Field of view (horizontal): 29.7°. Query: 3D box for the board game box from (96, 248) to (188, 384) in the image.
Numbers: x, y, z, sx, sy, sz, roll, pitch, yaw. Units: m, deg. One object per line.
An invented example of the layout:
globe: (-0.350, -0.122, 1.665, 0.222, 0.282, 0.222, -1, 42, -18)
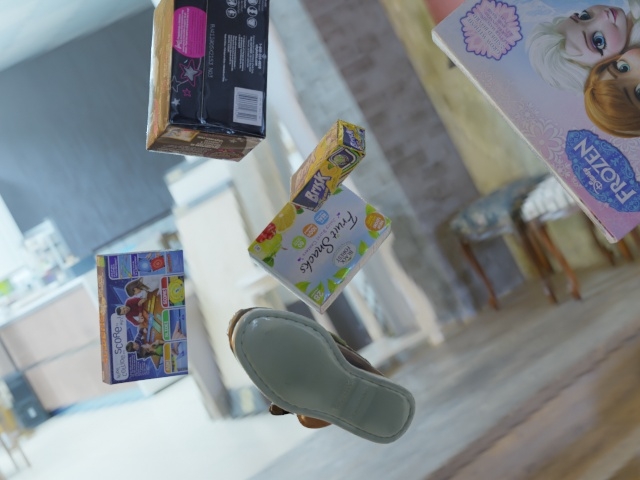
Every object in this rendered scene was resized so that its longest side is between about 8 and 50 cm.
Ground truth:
board game box: (-0.279, 0.118, 1.896, 0.136, 0.201, 0.035, -4, 4, -32)

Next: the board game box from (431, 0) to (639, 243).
board game box: (0.346, -0.217, 1.352, 0.318, 0.319, 0.066, -41, -6, 5)

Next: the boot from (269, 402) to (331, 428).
boot: (-0.013, 0.230, 1.693, 0.118, 0.042, 0.087, 6, 11, 27)

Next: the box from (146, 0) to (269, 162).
box: (-0.175, -0.264, 1.891, 0.163, 0.247, 0.142, 7, -15, -21)

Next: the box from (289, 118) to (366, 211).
box: (0.010, -0.120, 1.975, 0.169, 0.054, 0.059, -49, 31, 44)

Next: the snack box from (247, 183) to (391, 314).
snack box: (0.000, 0.000, 2.186, 0.207, 0.174, 0.070, -49, -13, -12)

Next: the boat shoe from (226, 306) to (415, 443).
boat shoe: (-0.008, 0.121, 1.116, 0.081, 0.227, 0.068, -57, 36, -4)
